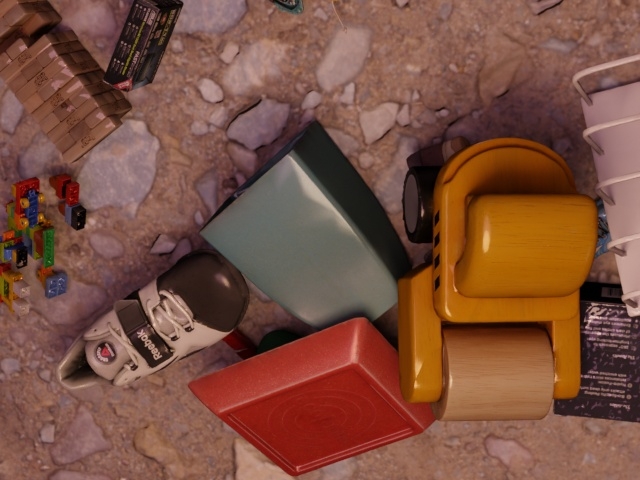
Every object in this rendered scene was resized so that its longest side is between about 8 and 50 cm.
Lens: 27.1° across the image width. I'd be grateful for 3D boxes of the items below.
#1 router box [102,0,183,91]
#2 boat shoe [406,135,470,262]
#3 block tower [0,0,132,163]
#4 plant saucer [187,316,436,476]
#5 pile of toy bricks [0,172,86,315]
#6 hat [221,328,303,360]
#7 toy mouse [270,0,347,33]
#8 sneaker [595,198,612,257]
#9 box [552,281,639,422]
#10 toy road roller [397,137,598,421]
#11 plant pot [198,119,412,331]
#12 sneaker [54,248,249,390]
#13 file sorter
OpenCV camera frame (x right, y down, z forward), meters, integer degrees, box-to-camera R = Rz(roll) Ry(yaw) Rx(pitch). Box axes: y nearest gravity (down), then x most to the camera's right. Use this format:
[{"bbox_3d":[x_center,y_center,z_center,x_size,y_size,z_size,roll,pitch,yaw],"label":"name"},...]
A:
[{"bbox_3d":[-0.229,-0.257,1.720,0.038,0.092,0.122,28,110,6],"label":"router box"},{"bbox_3d":[0.177,0.013,1.688,0.092,0.103,0.285,-11,98,22],"label":"boat shoe"},{"bbox_3d":[-0.389,-0.265,1.761,0.091,0.097,0.335,-36,91,20],"label":"block tower"},{"bbox_3d":[0.001,0.220,1.729,0.259,0.048,0.258,-23,138,18],"label":"plant saucer"},{"bbox_3d":[-0.404,-0.015,1.837,0.105,0.118,0.212,35,130,32],"label":"pile of toy bricks"},{"bbox_3d":[-0.050,0.140,1.816,0.173,0.184,0.208,-37,136,28],"label":"hat"},{"bbox_3d":[-0.031,-0.346,1.679,0.143,0.031,0.161,4,105,13],"label":"toy mouse"},{"bbox_3d":[0.332,0.005,1.656,0.162,0.073,0.063,-40,92,20],"label":"sneaker"},{"bbox_3d":[0.378,0.141,1.670,0.156,0.093,0.158,5,104,13],"label":"box"},{"bbox_3d":[0.208,0.048,1.510,0.202,0.240,0.330,0,90,-9],"label":"toy road roller"},{"bbox_3d":[0.000,0.000,1.699,0.165,0.165,0.234,-41,97,20],"label":"plant pot"},{"bbox_3d":[-0.226,0.125,1.737,0.330,0.146,0.122,-33,94,40],"label":"sneaker"},{"bbox_3d":[0.411,-0.070,1.520,0.192,0.173,0.278,-14,80,18],"label":"file sorter"}]
